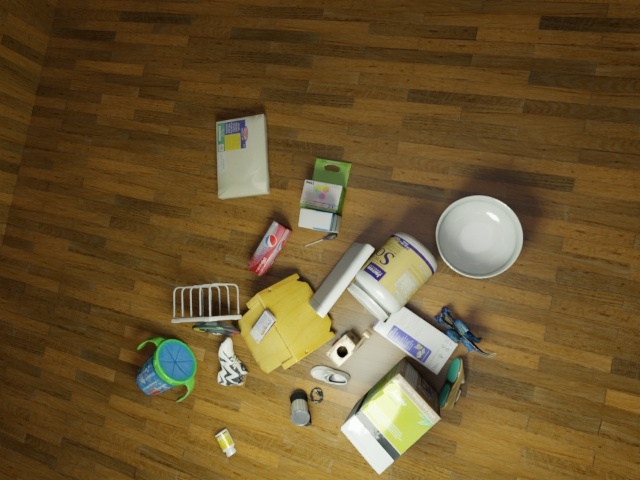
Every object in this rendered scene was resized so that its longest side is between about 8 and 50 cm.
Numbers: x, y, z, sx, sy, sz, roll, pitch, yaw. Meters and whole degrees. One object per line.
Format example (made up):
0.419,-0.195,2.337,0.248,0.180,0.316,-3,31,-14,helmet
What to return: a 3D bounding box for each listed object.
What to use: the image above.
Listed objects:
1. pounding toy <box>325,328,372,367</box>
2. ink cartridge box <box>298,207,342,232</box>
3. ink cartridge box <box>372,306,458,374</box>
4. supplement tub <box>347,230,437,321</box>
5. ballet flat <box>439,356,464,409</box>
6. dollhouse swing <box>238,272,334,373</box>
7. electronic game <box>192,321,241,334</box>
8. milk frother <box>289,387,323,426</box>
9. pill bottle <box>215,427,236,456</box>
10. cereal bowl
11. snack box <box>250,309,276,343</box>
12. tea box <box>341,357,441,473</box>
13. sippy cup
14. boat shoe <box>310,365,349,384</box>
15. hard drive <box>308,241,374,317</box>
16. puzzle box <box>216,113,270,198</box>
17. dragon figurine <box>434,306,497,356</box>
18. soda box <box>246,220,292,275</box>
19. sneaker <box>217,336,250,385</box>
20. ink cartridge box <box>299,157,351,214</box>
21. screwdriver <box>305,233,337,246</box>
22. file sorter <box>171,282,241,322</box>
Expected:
0.125,0.450,1.763,0.206,0.181,0.094,-46,76,7,pounding toy
0.002,-0.088,1.830,0.148,0.203,0.086,9,90,16,ink cartridge box
0.411,0.415,1.751,0.332,0.065,0.165,35,94,14,ink cartridge box
0.298,0.151,1.682,0.241,0.241,0.331,43,83,14,supplement tub
0.567,0.608,1.699,0.073,0.080,0.232,21,94,-12,ballet flat
-0.177,0.410,1.912,0.315,0.305,0.347,-26,75,-31,dollhouse swing
-0.494,0.425,1.910,0.229,0.229,0.048,-1,69,15,electronic game
-0.059,0.747,1.812,0.129,0.135,0.143,38,100,-16,milk frother
-0.456,0.979,1.937,0.065,0.065,0.116,-36,77,10,pill bottle
0.654,-0.012,1.680,0.338,0.141,0.339,-1,86,15,cereal bowl
-0.257,0.385,1.782,0.064,0.022,0.178,50,127,20,snack box
0.295,0.687,1.622,0.323,0.329,0.220,-45,76,6,tea box
-0.777,0.643,1.981,0.224,0.240,0.306,-36,55,20,sippy cup
0.040,0.623,1.833,0.184,0.063,0.066,14,89,15,boat shoe
0.083,0.161,1.744,0.047,0.233,0.353,39,85,-9,hard drive
-0.394,-0.424,2.042,0.272,0.052,0.409,-4,84,15,puzzle box
0.576,0.382,1.639,0.144,0.289,0.085,36,99,-23,dragon figurine
-0.246,0.039,1.943,0.083,0.092,0.263,32,94,14,soda box
-0.410,0.594,1.942,0.153,0.094,0.235,6,87,14,sneaker
0.024,-0.263,1.893,0.188,0.097,0.255,12,90,16,ink cartridge box
0.000,0.000,1.915,0.169,0.025,0.024,-19,81,12,screwdriver
-0.546,0.299,1.914,0.277,0.193,0.173,-9,79,34,file sorter
